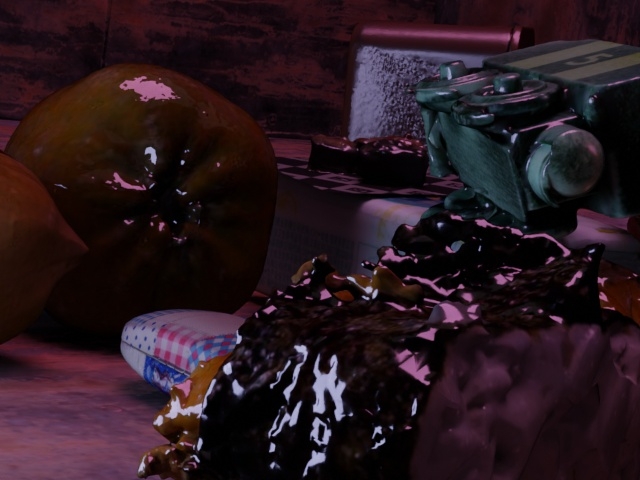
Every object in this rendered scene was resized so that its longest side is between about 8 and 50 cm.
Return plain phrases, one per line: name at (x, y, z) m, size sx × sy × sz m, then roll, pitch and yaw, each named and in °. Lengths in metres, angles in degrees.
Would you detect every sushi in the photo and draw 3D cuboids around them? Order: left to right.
sushi at (0.064, -0.092, 2.068) m, size 0.231 × 0.047 × 0.220 m, roll 1°, pitch 12°, yaw -27°
sushi at (0.074, 0.099, 1.189) m, size 0.208 × 0.234 × 0.348 m, roll 13°, pitch 4°, yaw 34°

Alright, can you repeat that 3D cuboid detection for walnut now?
walnut at (-0.337, 0.010, 1.574) m, size 0.298 × 0.203 × 0.203 m, roll 7°, pitch 7°, yaw -23°

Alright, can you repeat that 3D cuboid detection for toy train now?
toy train at (0.213, -0.092, 1.768) m, size 0.238 × 0.166 × 0.299 m, roll -15°, pitch 16°, yaw -16°

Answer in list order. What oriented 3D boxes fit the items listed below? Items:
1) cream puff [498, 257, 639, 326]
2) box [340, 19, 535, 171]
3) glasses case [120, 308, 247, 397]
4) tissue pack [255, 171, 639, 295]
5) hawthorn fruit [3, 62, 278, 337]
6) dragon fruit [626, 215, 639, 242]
cream puff at (0.202, 0.084, 1.689) m, size 0.241 × 0.154 × 0.269 m, roll 2°, pitch 10°, yaw -13°
box at (0.158, -0.133, 2.610) m, size 0.229 × 0.339 × 0.239 m, roll 7°, pitch 7°, yaw 13°
glasses case at (-0.042, 0.112, 1.512) m, size 0.125 × 0.076 × 0.327 m, roll 5°, pitch 8°, yaw -37°
tissue pack at (0.128, 0.022, 2.054) m, size 0.287 × 0.162 × 0.388 m, roll 2°, pitch 11°, yaw -38°
hawthorn fruit at (-0.183, -0.036, 1.844) m, size 0.268 × 0.267 × 0.301 m, roll 5°, pitch 6°, yaw -22°
dragon fruit at (0.446, -0.062, 1.907) m, size 0.296 × 0.295 × 0.301 m, roll 2°, pitch 40°, yaw -40°
